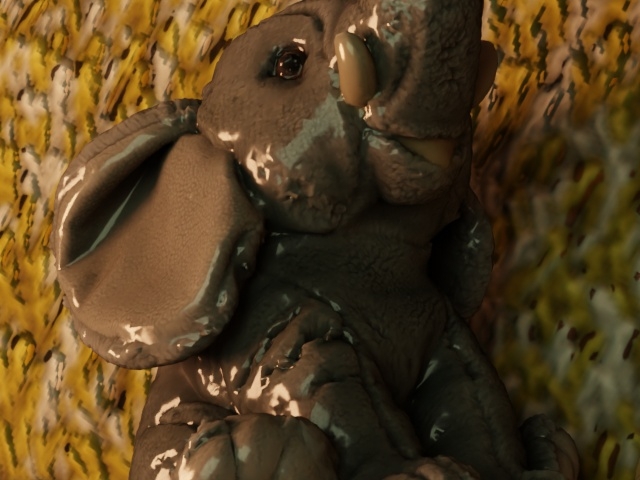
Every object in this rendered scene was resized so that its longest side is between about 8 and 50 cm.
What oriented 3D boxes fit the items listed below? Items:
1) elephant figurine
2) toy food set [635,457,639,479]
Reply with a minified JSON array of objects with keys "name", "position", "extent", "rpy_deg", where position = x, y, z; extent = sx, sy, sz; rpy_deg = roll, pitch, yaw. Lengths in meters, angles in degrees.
[{"name":"elephant figurine","position":[0.000,0.000,0.629],"extent":[0.186,0.169,0.239],"rpy_deg":[-12,75,8]},{"name":"toy food set","position":[0.130,0.101,0.604],"extent":[0.083,0.020,0.083],"rpy_deg":[21,87,31]}]
